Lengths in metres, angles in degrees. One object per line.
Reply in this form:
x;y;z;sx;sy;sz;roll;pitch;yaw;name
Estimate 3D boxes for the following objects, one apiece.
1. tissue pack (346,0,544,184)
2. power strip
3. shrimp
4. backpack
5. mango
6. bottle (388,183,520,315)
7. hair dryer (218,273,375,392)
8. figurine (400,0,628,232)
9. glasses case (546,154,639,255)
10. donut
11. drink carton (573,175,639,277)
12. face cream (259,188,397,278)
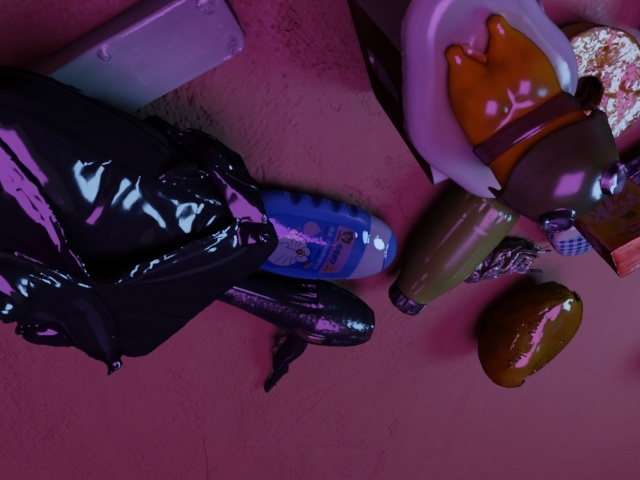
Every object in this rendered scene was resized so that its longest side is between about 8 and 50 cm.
0.135;-0.208;0.618;0.135;0.246;0.160;-22;130;4;tissue pack
-0.276;-0.189;0.655;0.385;0.062;0.091;-25;140;9;power strip
0.335;0.035;0.983;0.190;0.075;0.073;-13;99;-16;shrimp
-0.281;-0.015;0.625;0.363;0.255;0.445;-40;142;20;backpack
0.406;0.182;1.068;0.151;0.156;0.249;36;121;5;mango
0.209;0.017;0.907;0.112;0.112;0.260;19;122;-26;bottle
-0.091;0.190;1.005;0.303;0.120;0.360;13;134;-12;hair dryer
0.167;-0.100;0.462;0.166;0.141;0.250;-35;128;15;figurine
0.536;-0.083;0.918;0.327;0.076;0.125;-37;140;17;glasses case
0.368;-0.219;0.779;0.190;0.075;0.174;30;118;-27;donut
0.427;-0.054;0.827;0.096;0.223;0.071;-33;127;13;drink carton
0.000;0.000;0.863;0.263;0.083;0.149;10;126;-21;face cream
